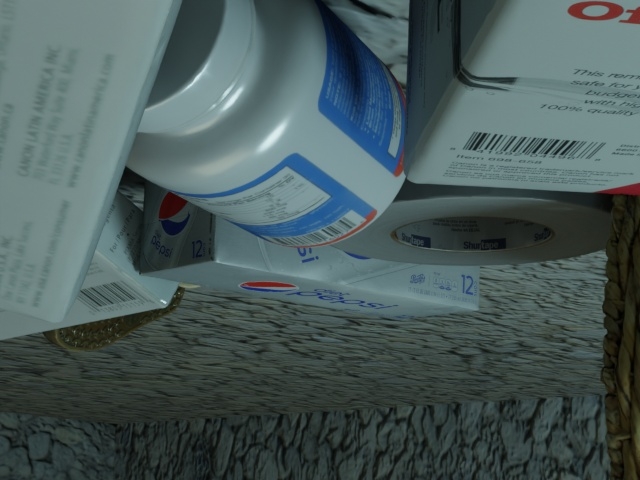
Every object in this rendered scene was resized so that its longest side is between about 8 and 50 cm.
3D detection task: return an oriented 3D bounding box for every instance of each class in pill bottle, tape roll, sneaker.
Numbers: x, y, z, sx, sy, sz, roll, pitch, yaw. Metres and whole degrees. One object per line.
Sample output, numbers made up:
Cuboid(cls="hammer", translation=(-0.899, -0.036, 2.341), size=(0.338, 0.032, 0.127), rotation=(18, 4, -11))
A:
Cuboid(cls="pill bottle", translation=(-0.041, -0.076, 0.712), size=(0.124, 0.124, 0.221), rotation=(-4, 166, 20))
Cuboid(cls="tape roll", translation=(0.107, -0.037, 0.998), size=(0.219, 0.072, 0.219), rotation=(0, 167, 0))
Cuboid(cls="sneaker", translation=(-0.218, 0.053, 1.353), size=(0.086, 0.064, 0.192), rotation=(20, -159, 27))

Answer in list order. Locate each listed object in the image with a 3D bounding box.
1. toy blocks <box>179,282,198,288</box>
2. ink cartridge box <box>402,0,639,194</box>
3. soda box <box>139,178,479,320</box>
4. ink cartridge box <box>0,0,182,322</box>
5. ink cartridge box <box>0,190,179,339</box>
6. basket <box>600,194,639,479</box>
Cuboid(cls="toy blocks", translation=(-0.150, 0.001, 1.235), size=(0.123, 0.054, 0.148), rotation=(2, 167, -2))
Cuboid(cls="ink cartridge box", translation=(0.150, -0.104, 0.587), size=(0.197, 0.114, 0.273), rotation=(3, 168, -5))
Cuboid(cls="soda box", translation=(0.000, 0.000, 1.130), size=(0.286, 0.091, 0.098), rotation=(12, 165, -40))
Cuboid(cls="ink cartridge box", translation=(-0.236, -0.120, 0.462), size=(0.385, 0.091, 0.308), rotation=(16, 146, -11))
Cuboid(cls="ink cartridge box", translation=(-0.274, -0.016, 1.141), size=(0.275, 0.060, 0.239), rotation=(-13, 134, 47))
Cuboid(cls="basket", translation=(0.314, 0.059, 0.897), size=(0.223, 0.299, 0.213), rotation=(-4, 165, 32))
